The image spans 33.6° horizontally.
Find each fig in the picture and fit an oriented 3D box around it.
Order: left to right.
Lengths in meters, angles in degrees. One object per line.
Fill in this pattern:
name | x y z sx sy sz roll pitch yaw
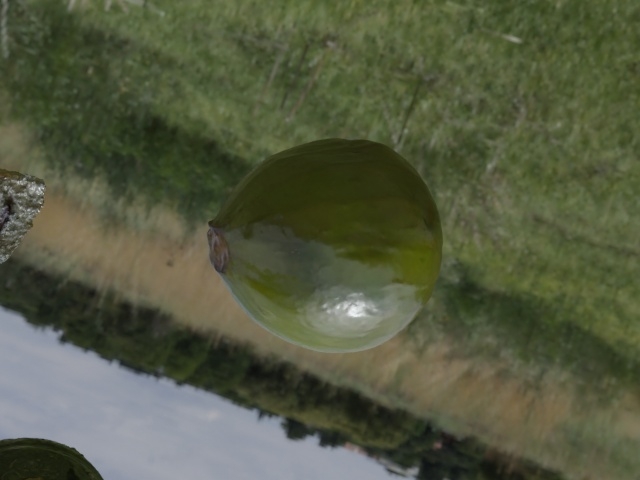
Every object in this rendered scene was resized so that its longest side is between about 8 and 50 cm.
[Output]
fig | 0.005 0.011 1.572 0.343 0.343 0.343 19 175 2

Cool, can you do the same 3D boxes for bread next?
bread | -0.411 -0.036 1.309 0.106 0.125 0.082 13 164 40

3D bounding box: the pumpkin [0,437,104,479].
pumpkin | -0.376 0.409 1.296 0.257 0.291 0.328 28 -171 -28
